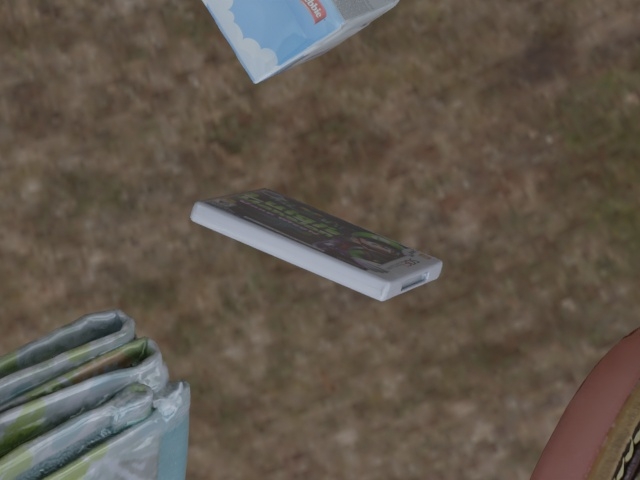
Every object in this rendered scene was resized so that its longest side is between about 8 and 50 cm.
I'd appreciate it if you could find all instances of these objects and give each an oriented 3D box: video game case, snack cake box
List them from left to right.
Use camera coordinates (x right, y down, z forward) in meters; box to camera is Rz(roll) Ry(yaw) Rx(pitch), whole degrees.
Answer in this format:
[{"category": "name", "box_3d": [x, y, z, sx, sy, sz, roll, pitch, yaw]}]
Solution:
[{"category": "snack cake box", "box_3d": [-0.062, -0.260, 1.453, 0.089, 0.264, 0.152, -31, -179, 24]}, {"category": "video game case", "box_3d": [0.000, 0.000, 1.727, 0.173, 0.190, 0.022, -16, 126, -70]}]

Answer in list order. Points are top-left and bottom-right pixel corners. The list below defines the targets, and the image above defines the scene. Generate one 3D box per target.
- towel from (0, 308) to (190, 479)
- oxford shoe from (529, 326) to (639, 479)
[{"category": "towel", "box_3d": [-0.211, 0.242, 1.002, 0.320, 0.090, 0.374, -28, 137, -44]}, {"category": "oxford shoe", "box_3d": [0.139, 0.090, 0.480, 0.146, 0.397, 0.140, 18, 126, 23]}]
